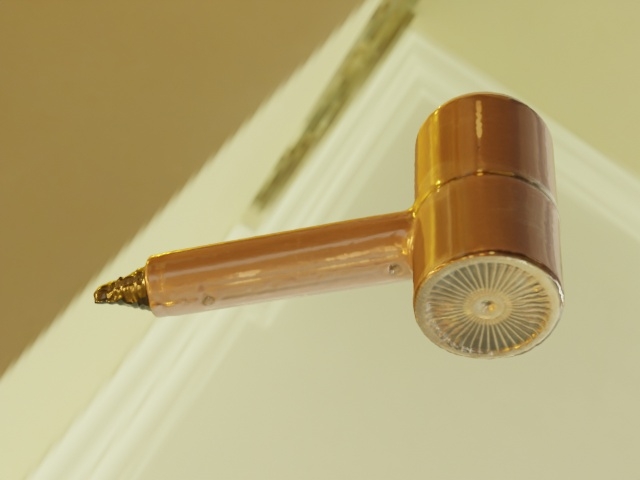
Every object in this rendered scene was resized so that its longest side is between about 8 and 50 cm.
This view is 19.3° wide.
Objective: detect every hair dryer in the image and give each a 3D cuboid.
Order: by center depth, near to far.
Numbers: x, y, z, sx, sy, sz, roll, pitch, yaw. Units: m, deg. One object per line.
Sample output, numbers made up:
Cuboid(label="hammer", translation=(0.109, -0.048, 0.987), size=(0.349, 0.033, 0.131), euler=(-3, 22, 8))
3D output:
Cuboid(label="hair dryer", translation=(0.000, 0.000, 1.347), size=(0.344, 0.107, 0.189), euler=(-8, -138, 10))
